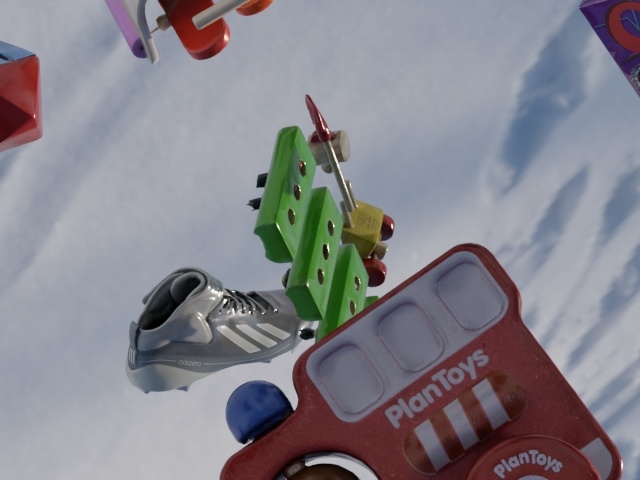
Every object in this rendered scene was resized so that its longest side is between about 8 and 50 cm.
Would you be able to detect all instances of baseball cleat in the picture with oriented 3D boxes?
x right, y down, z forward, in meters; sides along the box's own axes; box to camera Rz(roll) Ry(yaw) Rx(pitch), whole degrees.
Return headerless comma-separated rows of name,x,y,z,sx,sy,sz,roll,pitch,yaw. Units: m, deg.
baseball cleat,-0.079,0.065,1.457,0.206,0.072,0.109,-25,133,-40

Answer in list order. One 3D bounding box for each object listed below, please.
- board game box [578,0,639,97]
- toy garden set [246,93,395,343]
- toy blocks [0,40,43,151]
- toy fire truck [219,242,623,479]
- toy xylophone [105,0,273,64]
board game box,0.385,-0.148,1.231,0.347,0.208,0.056,-12,-147,46
toy garden set,0.000,0.000,1.377,0.049,0.203,0.244,-7,134,20
toy blocks,-0.326,-0.046,0.864,0.381,0.261,0.190,-23,124,-43
toy fire truck,0.060,0.177,1.220,0.302,0.254,0.169,-34,161,-1
toy xylophone,-0.046,-0.263,1.386,0.323,0.236,0.081,-28,138,8
